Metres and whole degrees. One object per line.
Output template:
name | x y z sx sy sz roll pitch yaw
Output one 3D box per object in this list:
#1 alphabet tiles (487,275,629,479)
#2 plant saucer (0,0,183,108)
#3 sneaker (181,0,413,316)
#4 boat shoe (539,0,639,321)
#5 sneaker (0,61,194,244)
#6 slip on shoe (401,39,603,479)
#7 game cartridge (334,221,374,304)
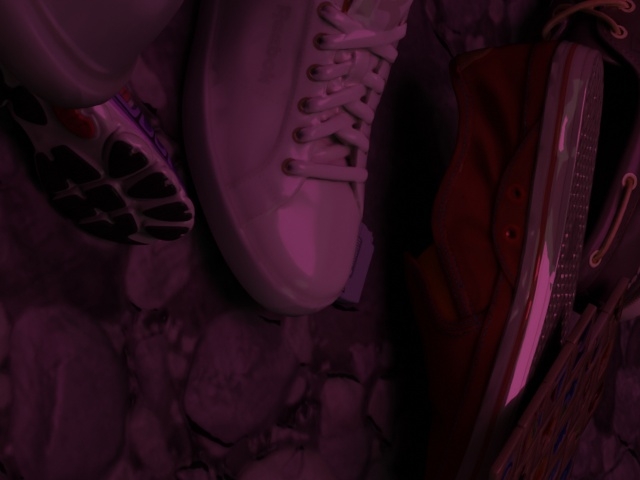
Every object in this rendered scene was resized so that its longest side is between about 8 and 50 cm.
alphabet tiles | 0.143 0.134 1.164 0.237 0.009 0.198 -52 155 -43
plant saucer | -0.092 -0.258 0.761 0.400 0.101 0.400 -7 90 -83
sneaker | -0.001 -0.106 0.984 0.106 0.123 0.290 1 84 -45
boat shoe | 0.198 -0.110 1.266 0.097 0.117 0.324 23 73 -53
sneaker | -0.109 -0.068 0.894 0.170 0.068 0.071 59 33 -33
slip on shoe | 0.099 0.036 1.135 0.123 0.101 0.331 8 92 -73
game cartridge | 0.000 0.000 1.068 0.083 0.017 0.056 44 49 -41
